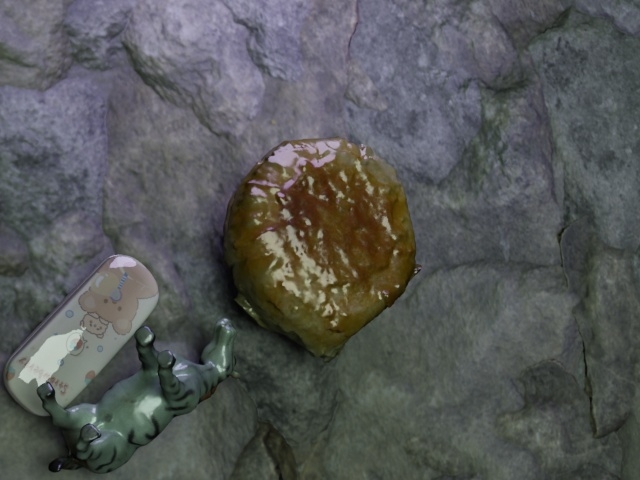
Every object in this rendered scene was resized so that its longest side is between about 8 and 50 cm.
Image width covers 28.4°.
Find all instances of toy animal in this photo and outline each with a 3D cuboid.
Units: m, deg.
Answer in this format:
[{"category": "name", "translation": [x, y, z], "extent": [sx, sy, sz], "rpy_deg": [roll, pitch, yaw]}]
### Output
[{"category": "toy animal", "translation": [-0.176, 0.153, 1.318], "extent": [0.255, 0.170, 0.090], "rpy_deg": [-26, 60, -28]}]

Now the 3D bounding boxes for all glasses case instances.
[{"category": "glasses case", "translation": [-0.253, 0.099, 1.347], "extent": [0.081, 0.051, 0.204], "rpy_deg": [49, 60, -19]}]

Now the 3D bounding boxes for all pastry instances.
[{"category": "pastry", "translation": [-0.005, 0.001, 1.489], "extent": [0.257, 0.121, 0.236], "rpy_deg": [-42, 98, -30]}]
